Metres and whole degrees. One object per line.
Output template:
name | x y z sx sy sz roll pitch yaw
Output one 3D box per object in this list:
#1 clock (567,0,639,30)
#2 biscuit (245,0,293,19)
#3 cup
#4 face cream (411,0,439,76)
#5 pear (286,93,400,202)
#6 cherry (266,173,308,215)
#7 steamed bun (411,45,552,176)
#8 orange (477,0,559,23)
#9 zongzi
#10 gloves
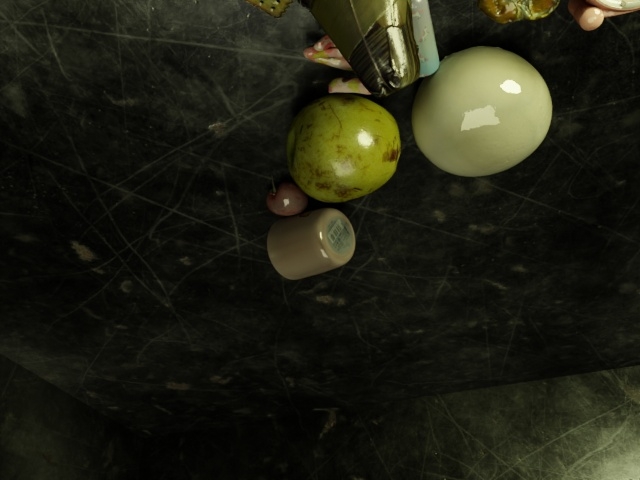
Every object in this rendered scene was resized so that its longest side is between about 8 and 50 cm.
clock | 0.580 -0.557 1.111 0.227 0.142 0.241 -13 131 14
biscuit | -0.093 -0.541 1.180 0.144 0.016 0.203 20 145 -24
cup | 0.000 0.000 1.750 0.200 0.191 0.253 -15 180 41
face cream | 0.201 -0.461 1.261 0.075 0.075 0.229 -12 140 14
pear | 0.054 -0.218 1.424 0.283 0.284 0.283 -1 142 0
cherry | -0.093 -0.117 1.686 0.126 0.087 0.106 13 145 -13
steamed bun | 0.377 -0.284 1.388 0.324 0.206 0.324 0 142 0
orange | 0.396 -0.512 1.172 0.170 0.112 0.160 34 147 -5
zongzi | 0.146 -0.461 1.092 0.317 0.154 0.289 -38 87 35
gloves | 0.083 -0.404 1.298 0.241 0.126 0.145 23 150 31
